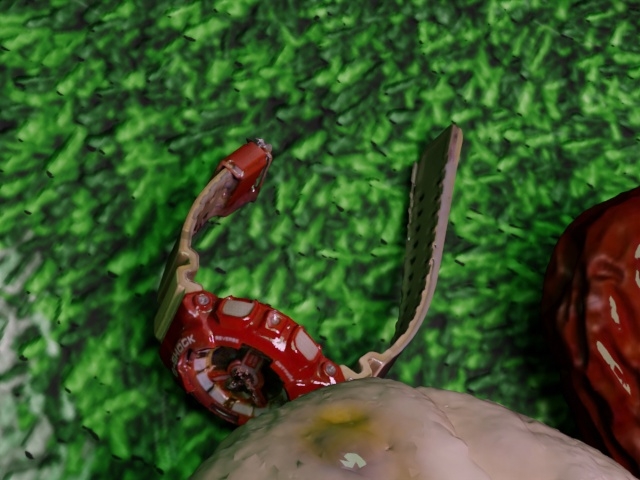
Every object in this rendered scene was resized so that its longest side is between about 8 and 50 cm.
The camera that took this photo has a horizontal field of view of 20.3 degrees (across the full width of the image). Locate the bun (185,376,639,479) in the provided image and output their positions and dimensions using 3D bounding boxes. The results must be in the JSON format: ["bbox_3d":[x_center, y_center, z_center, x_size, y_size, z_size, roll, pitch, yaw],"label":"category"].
[{"bbox_3d":[0.061,0.238,0.893,0.365,0.219,0.365,6,66,-14],"label":"bun"}]

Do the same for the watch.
[{"bbox_3d":[-0.007,0.003,1.153,0.165,0.102,0.268,22,49,-7],"label":"watch"}]

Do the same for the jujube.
[{"bbox_3d":[0.242,0.083,1.152,0.174,0.174,0.250,-19,74,-29],"label":"jujube"}]
